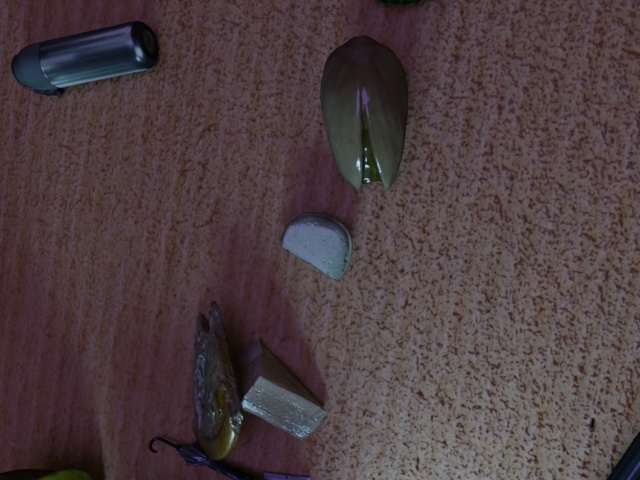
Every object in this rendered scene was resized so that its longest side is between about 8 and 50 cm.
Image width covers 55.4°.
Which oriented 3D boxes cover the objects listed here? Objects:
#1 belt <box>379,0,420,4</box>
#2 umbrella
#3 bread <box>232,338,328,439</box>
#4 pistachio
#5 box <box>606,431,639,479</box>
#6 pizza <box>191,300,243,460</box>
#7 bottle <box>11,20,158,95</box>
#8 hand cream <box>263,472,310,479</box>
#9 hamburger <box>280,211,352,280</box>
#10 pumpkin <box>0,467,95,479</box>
[{"bbox_3d":[0.123,-0.409,0.892,0.151,0.079,0.121,-14,81,4],"label":"belt"},{"bbox_3d":[-0.176,0.384,1.054,0.268,0.044,0.044,14,60,13],"label":"umbrella"},{"bbox_3d":[-0.071,0.251,1.023,0.152,0.105,0.077,37,104,-23],"label":"bread"},{"bbox_3d":[0.067,-0.182,0.892,0.135,0.136,0.226,-2,104,15],"label":"pistachio"},{"bbox_3d":[0.526,0.390,0.861,0.230,0.050,0.160,30,102,11],"label":"box"},{"bbox_3d":[-0.176,0.230,0.995,0.181,0.034,0.262,-7,86,59],"label":"pizza"},{"bbox_3d":[-0.399,-0.305,1.038,0.253,0.080,0.096,-6,131,14],"label":"bottle"},{"bbox_3d":[-0.060,0.470,1.032,0.084,0.053,0.142,0,80,14],"label":"hand cream"},{"bbox_3d":[0.001,-0.001,0.969,0.121,0.054,0.084,34,98,7],"label":"hamburger"},{"bbox_3d":[-0.535,0.544,1.017,0.199,0.332,0.333,2,95,17],"label":"pumpkin"}]
